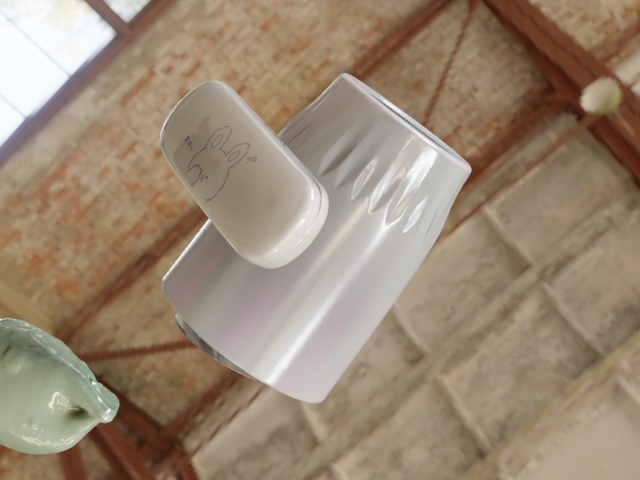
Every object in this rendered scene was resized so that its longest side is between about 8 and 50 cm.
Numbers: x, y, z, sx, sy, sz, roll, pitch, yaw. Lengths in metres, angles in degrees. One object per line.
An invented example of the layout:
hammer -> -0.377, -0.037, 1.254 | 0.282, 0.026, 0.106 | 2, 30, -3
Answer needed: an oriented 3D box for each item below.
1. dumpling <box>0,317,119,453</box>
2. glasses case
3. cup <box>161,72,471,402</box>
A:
dumpling -> -0.264, 0.122, 1.274 | 0.217, 0.104, 0.149 | 18, -147, 23
glasses case -> -0.071, -0.061, 1.209 | 0.092, 0.059, 0.233 | -46, -135, 7
cup -> 0.000, 0.000, 1.715 | 0.371, 0.253, 0.253 | -52, -146, 9
